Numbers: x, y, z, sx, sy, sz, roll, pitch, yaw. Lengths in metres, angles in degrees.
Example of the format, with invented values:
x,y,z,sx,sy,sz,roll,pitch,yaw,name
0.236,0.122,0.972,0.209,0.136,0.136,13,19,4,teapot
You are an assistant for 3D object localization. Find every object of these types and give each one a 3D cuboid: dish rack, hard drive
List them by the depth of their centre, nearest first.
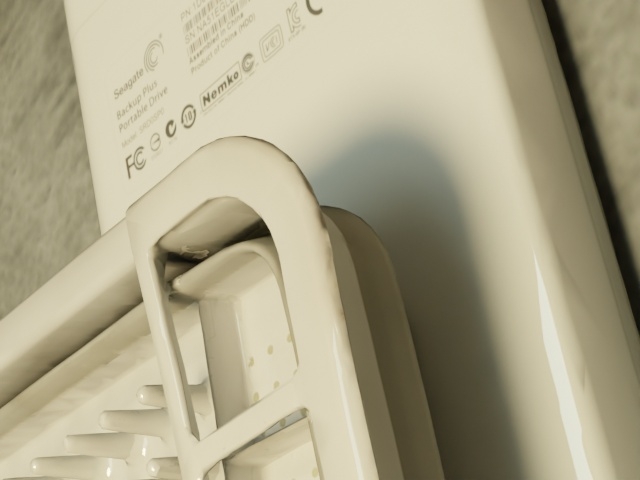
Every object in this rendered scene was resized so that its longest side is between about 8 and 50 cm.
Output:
x,y,z,sx,sy,sz,roll,pitch,yaw,name
-0.055,0.151,0.569,0.333,0.072,0.286,-34,60,44,dish rack
0.000,0.000,0.617,0.233,0.047,0.353,-36,58,44,hard drive
